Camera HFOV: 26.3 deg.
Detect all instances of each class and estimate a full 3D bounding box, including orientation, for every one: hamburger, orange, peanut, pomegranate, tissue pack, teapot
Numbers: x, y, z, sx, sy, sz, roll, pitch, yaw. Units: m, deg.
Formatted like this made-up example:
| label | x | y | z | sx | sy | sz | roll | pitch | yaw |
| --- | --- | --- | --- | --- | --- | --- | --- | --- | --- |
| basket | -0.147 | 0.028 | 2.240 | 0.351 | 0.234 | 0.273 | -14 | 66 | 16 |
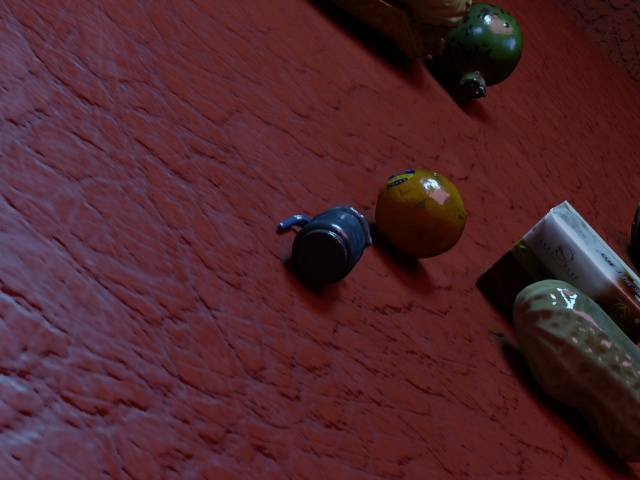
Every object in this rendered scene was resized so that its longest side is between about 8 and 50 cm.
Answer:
| label | x | y | z | sx | sy | sz | roll | pitch | yaw |
| --- | --- | --- | --- | --- | --- | --- | --- | --- | --- |
| hamburger | 0.068 | -0.376 | 1.741 | 0.318 | 0.158 | 0.318 | 40 | 21 | -19 |
| orange | 0.088 | -0.023 | 1.207 | 0.083 | 0.083 | 0.083 | 38 | 21 | -18 |
| peanut | 0.244 | 0.118 | 1.225 | 0.194 | 0.083 | 0.093 | 51 | 36 | 4 |
| pomegranate | 0.206 | -0.257 | 1.825 | 0.130 | 0.130 | 0.130 | 38 | 21 | -18 |
| tissue pack | 0.243 | 0.053 | 1.319 | 0.148 | 0.106 | 0.099 | 47 | 20 | 8 |
| teapot | 0.002 | 0.004 | 1.047 | 0.083 | 0.063 | 0.049 | -45 | 121 | -73 |

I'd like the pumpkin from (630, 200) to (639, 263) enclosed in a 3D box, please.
| label | x | y | z | sx | sy | sz | roll | pitch | yaw |
| --- | --- | --- | --- | --- | --- | --- | --- | --- | --- |
| pumpkin | 0.514 | 0.001 | 1.887 | 0.190 | 0.146 | 0.190 | 30 | 3 | -2 |
